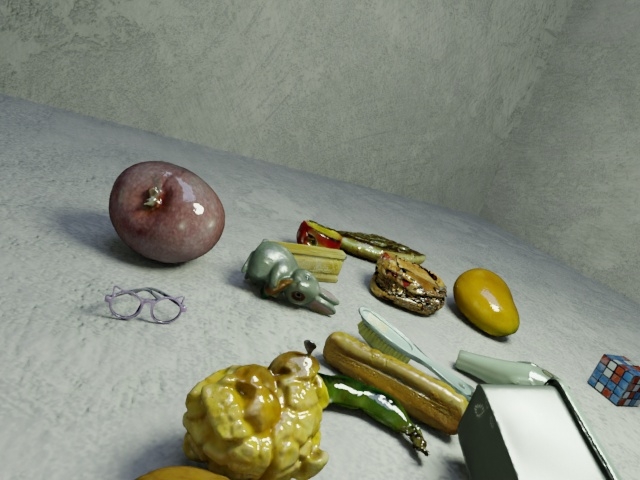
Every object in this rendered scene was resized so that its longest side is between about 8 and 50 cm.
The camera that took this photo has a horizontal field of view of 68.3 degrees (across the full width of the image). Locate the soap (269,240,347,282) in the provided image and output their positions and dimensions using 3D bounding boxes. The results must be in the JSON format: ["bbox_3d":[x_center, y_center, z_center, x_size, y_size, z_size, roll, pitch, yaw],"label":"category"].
[{"bbox_3d":[-0.051,0.058,1.244,0.251,0.092,0.037,9,22,-32],"label":"soap"}]

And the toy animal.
[{"bbox_3d":[-0.065,0.087,1.090,0.236,0.138,0.108,19,-17,12],"label":"toy animal"}]

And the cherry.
[{"bbox_3d":[-0.346,-0.063,1.098,0.261,0.221,0.307,30,5,9],"label":"cherry"}]

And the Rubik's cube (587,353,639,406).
[{"bbox_3d":[0.763,0.355,1.201,0.092,0.092,0.092,11,20,-26],"label":"Rubik's cube"}]

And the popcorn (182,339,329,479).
[{"bbox_3d":[-0.075,0.232,0.603,0.194,0.164,0.140,-14,-5,-44],"label":"popcorn"}]

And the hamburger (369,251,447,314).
[{"bbox_3d":[0.252,0.124,1.354,0.230,0.107,0.231,20,13,-5],"label":"hamburger"}]

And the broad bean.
[{"bbox_3d":[0.030,0.266,0.755,0.291,0.050,0.144,16,18,-13],"label":"broad bean"}]

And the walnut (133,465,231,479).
[{"bbox_3d":[-0.118,0.289,0.461,0.211,0.087,0.167,22,21,9],"label":"walnut"}]

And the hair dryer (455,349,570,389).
[{"bbox_3d":[0.361,0.283,0.966,0.229,0.093,0.267,16,0,44],"label":"hair dryer"}]

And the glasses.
[{"bbox_3d":[-0.321,0.099,0.874,0.139,0.063,0.104,13,17,-24],"label":"glasses"}]

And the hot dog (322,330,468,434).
[{"bbox_3d":[0.131,0.251,0.861,0.285,0.088,0.061,29,14,22],"label":"hot dog"}]

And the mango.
[{"bbox_3d":[0.477,0.175,1.378,0.175,0.139,0.254,15,23,-2],"label":"mango"}]

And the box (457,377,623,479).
[{"bbox_3d":[0.294,0.317,0.661,0.134,0.163,0.243,7,33,-6],"label":"box"}]

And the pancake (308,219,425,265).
[{"bbox_3d":[0.149,0.013,1.691,0.426,0.067,0.305,10,11,-24],"label":"pancake"}]

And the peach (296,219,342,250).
[{"bbox_3d":[-0.004,0.005,1.467,0.127,0.093,0.172,33,10,26],"label":"peach"}]

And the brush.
[{"bbox_3d":[0.187,0.250,0.987,0.296,0.060,0.068,36,20,9],"label":"brush"}]
